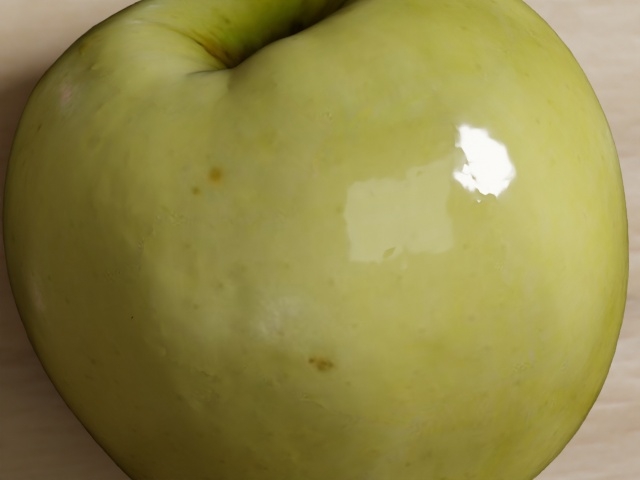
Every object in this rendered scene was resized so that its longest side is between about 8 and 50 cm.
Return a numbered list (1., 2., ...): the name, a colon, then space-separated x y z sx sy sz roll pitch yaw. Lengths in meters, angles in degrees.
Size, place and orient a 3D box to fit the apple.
1. apple: 0.000 0.000 0.848 0.262 0.262 0.262 -1 94 -19
